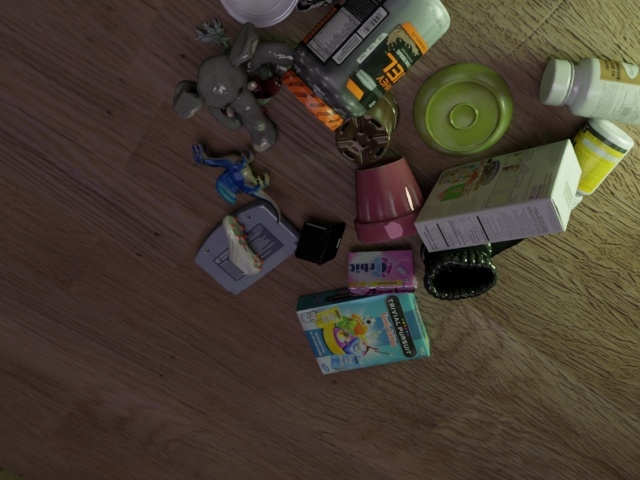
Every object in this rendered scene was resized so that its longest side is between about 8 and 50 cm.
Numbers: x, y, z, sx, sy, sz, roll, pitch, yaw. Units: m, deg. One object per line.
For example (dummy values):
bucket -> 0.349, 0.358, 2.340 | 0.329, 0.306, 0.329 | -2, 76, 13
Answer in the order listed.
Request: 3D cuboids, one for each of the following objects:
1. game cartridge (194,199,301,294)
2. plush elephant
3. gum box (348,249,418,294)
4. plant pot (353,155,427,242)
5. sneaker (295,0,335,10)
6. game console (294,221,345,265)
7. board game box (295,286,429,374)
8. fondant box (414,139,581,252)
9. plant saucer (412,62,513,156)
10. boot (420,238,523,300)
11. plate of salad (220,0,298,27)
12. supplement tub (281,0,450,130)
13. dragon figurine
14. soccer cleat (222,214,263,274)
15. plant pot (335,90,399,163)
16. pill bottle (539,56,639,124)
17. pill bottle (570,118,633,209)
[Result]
game cartridge -> -0.210, 0.015, 1.834 | 0.294, 0.060, 0.196 | -36, 114, 25
plush elephant -> -0.182, -0.351, 1.482 | 0.330, 0.255, 0.272 | 42, 118, -17
gum box -> 0.172, 0.089, 1.786 | 0.189, 0.107, 0.062 | -3, 158, 10
plant pot -> 0.170, -0.109, 1.634 | 0.202, 0.201, 0.180 | -12, 104, 15
sneaker -> -0.007, -0.542, 1.466 | 0.109, 0.043, 0.040 | -17, 116, 16
game console -> 0.000, 0.000, 1.790 | 0.071, 0.107, 0.122 | 36, 127, 26
board game box -> 0.128, 0.255, 1.919 | 0.336, 0.079, 0.253 | -13, 119, 16
fondant box -> 0.412, -0.101, 1.509 | 0.330, 0.238, 0.096 | -9, 122, 38
plant saucer -> 0.344, -0.306, 1.568 | 0.241, 0.037, 0.240 | 4, 121, 6
boot -> 0.407, 0.017, 1.597 | 0.348, 0.260, 0.131 | -31, 99, 10
plate of salad -> -0.138, -0.583, 1.456 | 0.200, 0.048, 0.199 | 3, 110, 7
supplement tub -> 0.089, -0.409, 1.377 | 0.207, 0.207, 0.338 | 42, 102, -17
dragon figurine -> -0.217, -0.153, 1.704 | 0.144, 0.085, 0.289 | -26, 107, 23
soccer cleat -> -0.228, 0.019, 1.773 | 0.076, 0.068, 0.196 | -16, 121, 20
plant pot -> 0.105, -0.271, 1.547 | 0.167, 0.165, 0.166 | 3, 123, 5
pill bottle -> 0.622, -0.340, 1.453 | 0.229, 0.131, 0.131 | 9, 122, 2
pill bottle -> 0.633, -0.183, 1.556 | 0.119, 0.119, 0.208 | 26, 121, -9
